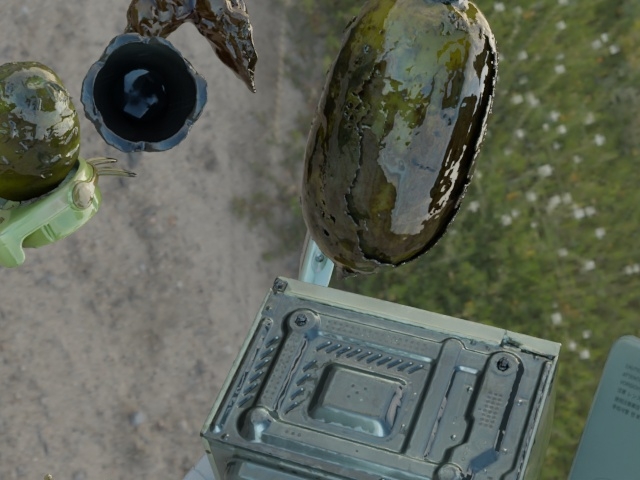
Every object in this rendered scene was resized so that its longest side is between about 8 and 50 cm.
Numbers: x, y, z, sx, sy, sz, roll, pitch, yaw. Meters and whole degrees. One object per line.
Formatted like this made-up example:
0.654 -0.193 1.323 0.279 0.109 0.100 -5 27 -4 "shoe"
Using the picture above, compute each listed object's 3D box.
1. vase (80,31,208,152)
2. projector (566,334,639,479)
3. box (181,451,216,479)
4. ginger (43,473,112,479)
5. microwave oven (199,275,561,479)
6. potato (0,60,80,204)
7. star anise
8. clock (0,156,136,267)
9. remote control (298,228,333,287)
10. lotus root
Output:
-0.181 -0.144 1.182 0.115 0.237 0.115 -1 96 -11 "vase"
0.321 0.196 0.895 0.099 0.257 0.192 13 95 -42 "projector"
-0.174 0.437 1.819 0.155 0.067 0.243 39 69 3 "box"
-0.280 0.382 1.555 0.081 0.334 0.148 -31 124 -42 "ginger"
0.050 0.155 0.936 0.145 0.240 0.194 84 26 -48 "microwave oven"
-0.391 -0.134 1.564 0.149 0.251 0.113 -8 53 -23 "potato"
-0.173 -0.313 1.314 0.346 0.237 0.148 53 -2 -33 "star anise"
-0.377 -0.059 1.669 0.232 0.170 0.069 -33 120 -17 "clock"
0.001 0.000 1.951 0.344 0.050 0.145 -86 -169 -80 "remote control"
0.083 -0.116 1.374 0.196 0.397 0.179 -2 35 -21 "lotus root"
